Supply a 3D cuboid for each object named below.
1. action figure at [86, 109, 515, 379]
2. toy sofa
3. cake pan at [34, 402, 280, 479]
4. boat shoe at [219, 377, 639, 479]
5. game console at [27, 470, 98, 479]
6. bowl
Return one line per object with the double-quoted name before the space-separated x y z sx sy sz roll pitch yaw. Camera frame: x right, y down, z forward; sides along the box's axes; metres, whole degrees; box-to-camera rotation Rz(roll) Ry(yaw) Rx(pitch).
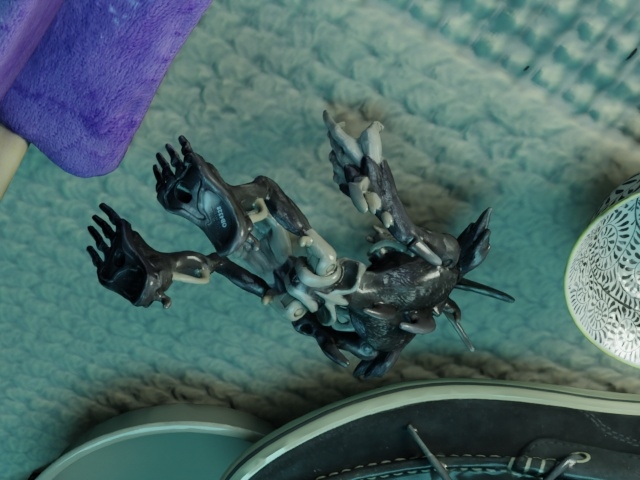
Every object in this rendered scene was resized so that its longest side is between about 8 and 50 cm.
"action figure" 0.000 0.000 0.830 0.275 0.141 0.164 14 130 -39
"toy sofa" -0.140 -0.143 0.710 0.177 0.150 0.362 30 130 -15
"cake pan" -0.113 0.251 1.086 0.293 0.054 0.293 -2 123 -2
"boat shoe" 0.164 0.213 0.948 0.500 0.156 0.187 -1 126 4
"game console" -0.208 0.275 1.136 0.144 0.085 0.124 41 143 -25
"bowl" 0.241 0.002 0.822 0.170 0.080 0.170 5 133 5
